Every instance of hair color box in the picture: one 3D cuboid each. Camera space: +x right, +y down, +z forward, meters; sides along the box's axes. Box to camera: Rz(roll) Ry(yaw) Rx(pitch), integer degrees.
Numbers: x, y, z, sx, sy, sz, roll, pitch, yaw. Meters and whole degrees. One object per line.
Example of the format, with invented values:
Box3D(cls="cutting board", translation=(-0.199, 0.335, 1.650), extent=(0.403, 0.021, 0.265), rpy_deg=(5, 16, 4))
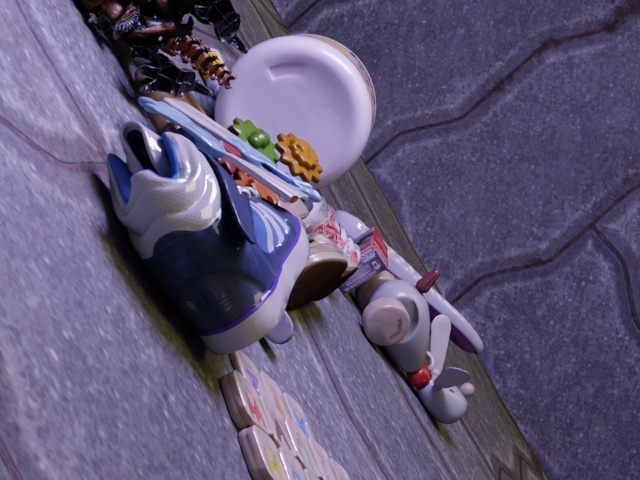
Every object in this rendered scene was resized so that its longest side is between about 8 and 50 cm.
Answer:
Box3D(cls="hair color box", translation=(0.070, 0.035, 2.331), extent=(0.053, 0.093, 0.167), rpy_deg=(56, 8, -10))

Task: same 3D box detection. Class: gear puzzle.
Box3D(cls="gear puzzle", translation=(-0.076, -0.091, 1.717), extent=(0.175, 0.044, 0.339), rpy_deg=(56, 28, 8))

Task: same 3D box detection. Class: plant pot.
Box3D(cls="plant pot", translation=(-0.171, -0.141, 1.775), extent=(0.236, 0.032, 0.236), rpy_deg=(56, 10, -15))

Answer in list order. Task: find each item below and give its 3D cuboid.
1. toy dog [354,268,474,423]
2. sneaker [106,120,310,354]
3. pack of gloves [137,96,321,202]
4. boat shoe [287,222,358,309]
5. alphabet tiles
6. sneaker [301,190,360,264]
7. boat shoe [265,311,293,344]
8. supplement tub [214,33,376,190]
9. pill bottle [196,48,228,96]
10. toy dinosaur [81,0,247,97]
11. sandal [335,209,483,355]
Box3D(cls="toy dog", translation=(0.194, 0.169, 2.340), extent=(0.333, 0.161, 0.220), rpy_deg=(49, 13, -47))
Box3D(cls="sneaker", translation=(-0.122, -0.043, 1.381), extent=(0.236, 0.130, 0.323), rpy_deg=(60, 13, -18))
Box3D(cls="pack of gloves", translation=(-0.113, -0.096, 1.562), extent=(0.232, 0.046, 0.195), rpy_deg=(34, 7, 11))
Box3D(cls="boat shoe", translation=(-0.020, 0.033, 1.838), extent=(0.089, 0.104, 0.285), rpy_deg=(51, 4, 8))
Box3D(cls="alphabet tiles", translation=(-0.014, 0.247, 1.371), extent=(0.284, 0.021, 0.278), rpy_deg=(50, 13, -48))
Box3D(cls="sneaker", translation=(0.001, -0.001, 2.073), extent=(0.145, 0.090, 0.270), rpy_deg=(56, 6, -2))
Box3D(cls="boat shoe", translation=(-0.078, 0.064, 1.572), extent=(0.142, 0.049, 0.040), rpy_deg=(62, -10, 8))
Box3D(cls="supplement tub", translation=(-0.032, -0.211, 2.104), extent=(0.241, 0.241, 0.331), rpy_deg=(58, 9, -6))
Box3D(cls="pill bottle", translation=(-0.175, -0.277, 2.179), extent=(0.083, 0.043, 0.043), rpy_deg=(64, 10, 30))
Box3D(cls="toy dinosaur", translation=(-0.209, -0.295, 1.699), extent=(0.322, 0.164, 0.218), rpy_deg=(7, 22, -44))
Box3D(cls="sandal", translation=(0.153, 0.102, 2.598), extent=(0.416, 0.102, 0.169), rpy_deg=(44, -3, -13))
